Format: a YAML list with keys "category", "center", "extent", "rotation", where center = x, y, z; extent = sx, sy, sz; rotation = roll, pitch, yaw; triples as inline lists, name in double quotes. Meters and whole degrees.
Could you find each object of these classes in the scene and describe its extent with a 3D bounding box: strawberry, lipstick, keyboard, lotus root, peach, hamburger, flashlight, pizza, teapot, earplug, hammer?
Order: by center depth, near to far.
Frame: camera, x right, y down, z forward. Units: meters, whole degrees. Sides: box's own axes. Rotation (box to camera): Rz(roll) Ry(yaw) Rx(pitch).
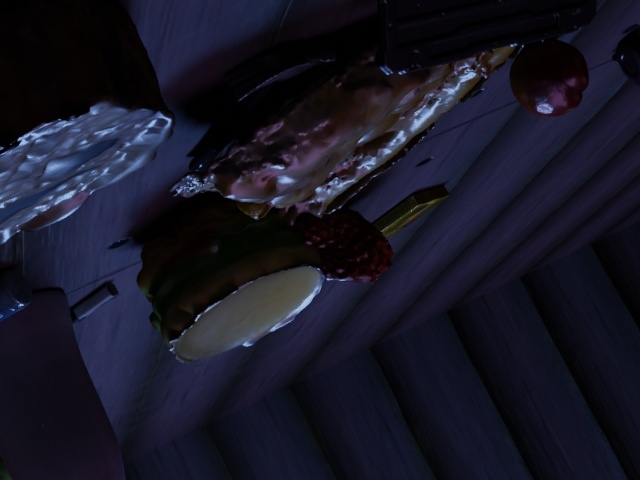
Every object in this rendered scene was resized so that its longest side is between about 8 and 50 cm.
- category: "lotus root"
  center: [-0.293, -0.048, 1.070]
  extent: [0.390, 0.111, 0.375]
  rotation: [-24, 171, -33]
- category: "keyboard"
  center: [0.161, -0.225, 1.354]
  extent: [0.262, 0.106, 0.016]
  rotation: [-17, -151, -28]
- category: "hammer"
  center: [-0.082, -0.123, 1.422]
  extent: [0.103, 0.029, 0.246]
  rotation: [-20, 168, -35]
- category: "pizza"
  center: [0.069, -0.141, 1.501]
  extent: [0.392, 0.080, 0.435]
  rotation: [-36, 175, 13]
- category: "lipstick"
  center: [-0.394, 0.089, 1.599]
  extent: [0.158, 0.048, 0.048]
  rotation: [-31, 169, 17]
- category: "earplug"
  center: [-0.325, 0.229, 1.744]
  extent: [0.172, 0.301, 0.172]
  rotation: [-27, 169, -6]
- category: "hamburger"
  center: [-0.121, 0.036, 1.751]
  extent: [0.237, 0.149, 0.237]
  rotation: [-28, 161, -10]
- category: "peach"
  center: [0.278, -0.198, 1.758]
  extent: [0.101, 0.100, 0.101]
  rotation: [-26, 169, -5]
- category: "flashlight"
  center: [-0.298, 0.083, 1.876]
  extent: [0.083, 0.018, 0.018]
  rotation: [-34, 169, 31]
- category: "teapot"
  center: [0.439, -0.250, 1.972]
  extent: [0.045, 0.067, 0.100]
  rotation: [-26, -155, -15]
- category: "strawberry"
  center: [0.006, 0.001, 2.040]
  extent: [0.175, 0.106, 0.236]
  rotation: [8, -178, 22]

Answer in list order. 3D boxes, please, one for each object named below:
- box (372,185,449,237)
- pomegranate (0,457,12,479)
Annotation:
- category: "box"
  center: [0.131, -0.038, 2.329]
  extent: [0.089, 0.022, 0.156]
  rotation: [-14, 163, -47]
- category: "pomegranate"
  center: [-0.456, 0.318, 2.317]
  extent: [0.191, 0.131, 0.152]
  rotation: [-31, 168, -22]
